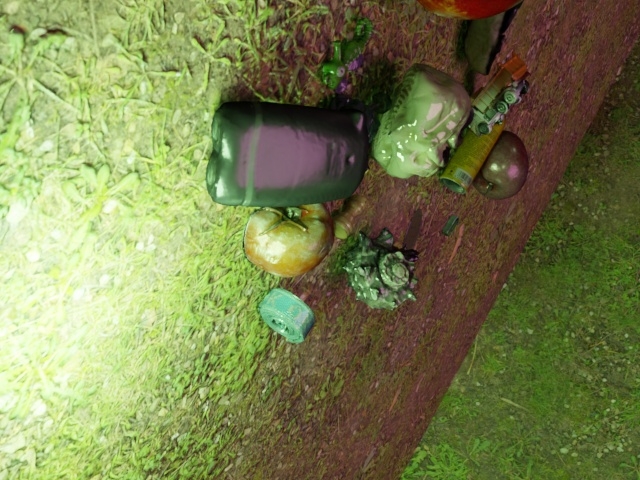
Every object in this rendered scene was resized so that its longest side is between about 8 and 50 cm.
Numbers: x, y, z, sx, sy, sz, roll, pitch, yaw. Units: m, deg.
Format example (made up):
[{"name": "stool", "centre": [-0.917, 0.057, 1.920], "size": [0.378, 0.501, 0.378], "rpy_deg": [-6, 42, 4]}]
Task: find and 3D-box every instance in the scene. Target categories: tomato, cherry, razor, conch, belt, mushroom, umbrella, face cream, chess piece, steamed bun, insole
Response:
[{"name": "tomato", "centre": [-0.052, -0.007, 1.502], "size": [0.214, 0.155, 0.180], "rpy_deg": [-42, 149, -35]}, {"name": "cherry", "centre": [0.640, -0.260, 2.361], "size": [0.285, 0.213, 0.236], "rpy_deg": [-62, 176, -29]}, {"name": "razor", "centre": [-0.055, -0.168, 1.291], "size": [0.349, 0.113, 0.204], "rpy_deg": [-5, 113, -32]}, {"name": "conch", "centre": [0.189, 0.088, 1.890], "size": [0.186, 0.241, 0.313], "rpy_deg": [-55, 165, 19]}, {"name": "belt", "centre": [-0.080, 0.182, 1.621], "size": [0.082, 0.148, 0.163], "rpy_deg": [-53, -166, -23]}, {"name": "mushroom", "centre": [0.520, -0.660, 1.933], "size": [0.344, 0.130, 0.247], "rpy_deg": [-60, 177, 0]}, {"name": "umbrella", "centre": [0.045, -0.253, 1.510], "size": [0.349, 0.094, 0.143], "rpy_deg": [-42, 140, -36]}, {"name": "face cream", "centre": [0.534, -0.330, 2.241], "size": [0.348, 0.105, 0.105], "rpy_deg": [-59, 151, -9]}, {"name": "chess piece", "centre": [0.075, -0.066, 1.755], "size": [0.122, 0.066, 0.066], "rpy_deg": [-53, 151, -29]}, {"name": "steamed bun", "centre": [0.259, -0.281, 1.640], "size": [0.320, 0.206, 0.275], "rpy_deg": [159, -49, -77]}, {"name": "insole", "centre": [0.299, 0.038, 2.265], "size": [0.109, 0.007, 0.322], "rpy_deg": [-20, 129, -51]}]

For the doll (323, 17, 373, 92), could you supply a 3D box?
[{"name": "doll", "centre": [0.061, -0.411, 1.452], "size": [0.190, 0.050, 0.115], "rpy_deg": [-54, 157, -19]}]

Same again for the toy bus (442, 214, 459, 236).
[{"name": "toy bus", "centre": [0.490, -0.056, 2.475], "size": [0.083, 0.031, 0.037], "rpy_deg": [-56, 141, -13]}]

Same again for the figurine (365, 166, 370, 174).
[{"name": "figurine", "centre": [0.036, -0.161, 1.608], "size": [0.154, 0.082, 0.098], "rpy_deg": [-18, 148, -52]}]

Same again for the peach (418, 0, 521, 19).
[{"name": "peach", "centre": [0.347, -0.669, 1.417], "size": [0.310, 0.335, 0.405], "rpy_deg": [10, 100, -82]}]

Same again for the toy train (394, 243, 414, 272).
[{"name": "toy train", "centre": [0.215, 0.111, 2.103], "size": [0.136, 0.091, 0.227], "rpy_deg": [20, 96, -51]}]

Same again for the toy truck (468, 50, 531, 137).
[{"name": "toy truck", "centre": [0.546, -0.451, 2.070], "size": [0.114, 0.135, 0.270], "rpy_deg": [-38, 169, -33]}]
